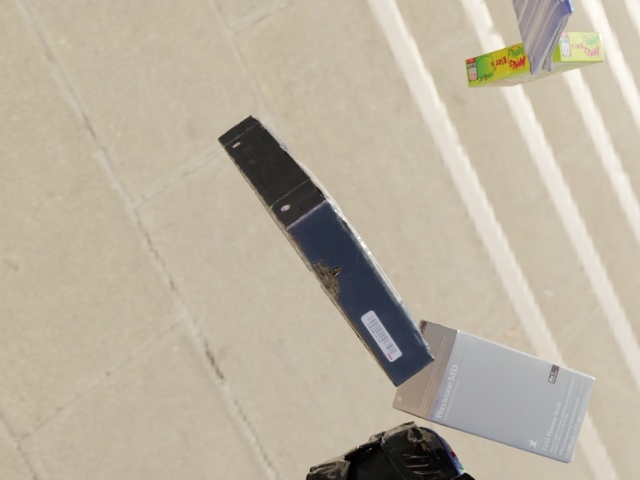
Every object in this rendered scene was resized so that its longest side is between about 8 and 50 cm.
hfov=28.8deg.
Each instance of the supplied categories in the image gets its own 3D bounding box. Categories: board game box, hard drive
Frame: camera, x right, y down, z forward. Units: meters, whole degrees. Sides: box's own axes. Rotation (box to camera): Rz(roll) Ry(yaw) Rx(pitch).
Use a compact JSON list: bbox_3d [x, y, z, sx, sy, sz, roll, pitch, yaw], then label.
[{"bbox_3d":[0.303,-0.256,1.779,0.092,0.181,0.043,-7,88,-37],"label":"board game box"},{"bbox_3d":[0.000,0.000,1.429,0.064,0.339,0.237,-35,115,-3],"label":"hard drive"}]

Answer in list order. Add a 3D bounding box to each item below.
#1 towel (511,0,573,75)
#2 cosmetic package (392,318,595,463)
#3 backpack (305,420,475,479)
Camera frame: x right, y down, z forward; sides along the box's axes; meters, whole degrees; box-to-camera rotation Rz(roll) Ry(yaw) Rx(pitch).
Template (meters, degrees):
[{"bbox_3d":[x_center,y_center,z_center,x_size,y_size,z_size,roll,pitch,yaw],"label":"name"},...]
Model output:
[{"bbox_3d":[0.239,-0.384,1.473,0.040,0.243,0.336,-13,80,1],"label":"towel"},{"bbox_3d":[0.226,0.197,1.629,0.238,0.107,0.127,18,86,-29],"label":"cosmetic package"},{"bbox_3d":[0.100,0.371,1.623,0.263,0.276,0.213,-104,172,-61],"label":"backpack"}]
